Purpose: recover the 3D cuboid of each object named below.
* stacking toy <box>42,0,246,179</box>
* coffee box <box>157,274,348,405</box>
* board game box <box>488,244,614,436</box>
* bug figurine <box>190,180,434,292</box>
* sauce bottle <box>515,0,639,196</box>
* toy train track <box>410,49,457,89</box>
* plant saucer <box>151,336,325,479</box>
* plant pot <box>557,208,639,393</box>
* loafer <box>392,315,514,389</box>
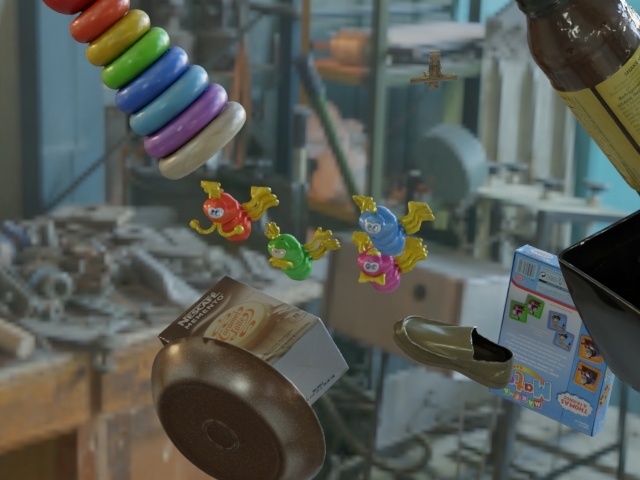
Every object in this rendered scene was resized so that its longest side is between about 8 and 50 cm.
[{"bbox_3d":[-0.251,-0.241,1.849,0.141,0.330,0.141,-38,14,11],"label":"stacking toy"},{"bbox_3d":[-0.096,0.153,1.930,0.141,0.098,0.246,-42,31,-19],"label":"coffee box"},{"bbox_3d":[0.311,0.130,1.845,0.160,0.211,0.039,22,27,30],"label":"board game box"},{"bbox_3d":[0.000,0.000,1.612,0.279,0.072,0.216,5,-21,24],"label":"bug figurine"},{"bbox_3d":[0.281,-0.177,1.398,0.111,0.344,0.111,-30,31,21],"label":"sauce bottle"},{"bbox_3d":[0.113,-0.173,1.406,0.048,0.014,0.083,-4,-17,2],"label":"toy train track"},{"bbox_3d":[-0.090,0.182,1.389,0.198,0.199,0.036,11,42,28],"label":"plant saucer"},{"bbox_3d":[0.392,0.080,1.518,0.187,0.167,0.188,-27,34,-18],"label":"plant pot"},{"bbox_3d":[0.153,0.116,1.587,0.148,0.050,0.056,21,41,-6],"label":"loafer"}]
